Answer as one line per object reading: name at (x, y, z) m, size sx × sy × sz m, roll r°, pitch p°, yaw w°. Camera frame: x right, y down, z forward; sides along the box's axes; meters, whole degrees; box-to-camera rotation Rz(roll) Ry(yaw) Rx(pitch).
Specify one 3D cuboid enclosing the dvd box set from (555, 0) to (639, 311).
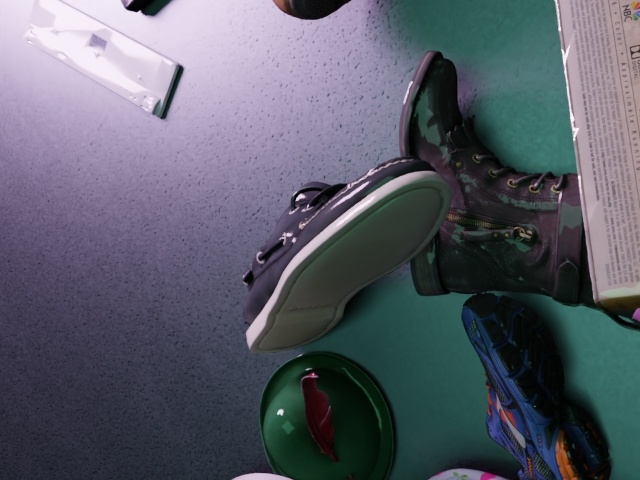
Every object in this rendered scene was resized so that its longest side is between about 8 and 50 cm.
dvd box set at (0.393, -0.125, 0.517) m, size 0.421 × 0.062 × 0.307 m, roll -11°, pitch 72°, yaw 26°

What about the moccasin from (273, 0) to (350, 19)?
moccasin at (0.024, -0.404, 0.710) m, size 0.147 × 0.139 × 0.379 m, roll 24°, pitch 107°, yaw 29°

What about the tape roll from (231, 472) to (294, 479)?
tape roll at (-0.068, 0.396, 0.780) m, size 0.246 × 0.169 × 0.246 m, roll 11°, pitch 115°, yaw 26°

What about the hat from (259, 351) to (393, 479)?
hat at (-0.035, 0.211, 0.766) m, size 0.173 × 0.184 × 0.208 m, roll 1°, pitch 95°, yaw 27°

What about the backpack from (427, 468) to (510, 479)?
backpack at (0.167, 0.344, 0.683) m, size 0.254 × 0.191 × 0.225 m, roll 19°, pitch 108°, yaw 30°

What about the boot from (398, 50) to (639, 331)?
boot at (0.198, -0.050, 0.687) m, size 0.229 × 0.091 × 0.262 m, roll 1°, pitch 105°, yaw 26°

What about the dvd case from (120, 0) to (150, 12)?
dvd case at (-0.221, -0.426, 0.890) m, size 0.179 × 0.030 × 0.238 m, roll -33°, pitch 79°, yaw 25°

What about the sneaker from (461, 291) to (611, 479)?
sneaker at (0.183, 0.151, 0.693) m, size 0.087 × 0.083 × 0.221 m, roll -21°, pitch 100°, yaw 43°

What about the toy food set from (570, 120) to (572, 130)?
toy food set at (0.278, -0.125, 0.672) m, size 0.122 × 0.019 × 0.078 m, roll -39°, pitch 77°, yaw 29°

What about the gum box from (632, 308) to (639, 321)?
gum box at (0.356, 0.017, 0.591) m, size 0.107 × 0.062 × 0.188 m, roll 39°, pitch 103°, yaw 41°

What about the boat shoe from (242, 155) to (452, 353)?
boat shoe at (0.004, 0.000, 0.727) m, size 0.340 × 0.127 × 0.113 m, roll 124°, pitch 135°, yaw -55°

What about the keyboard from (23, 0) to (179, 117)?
keyboard at (-0.286, -0.242, 0.951) m, size 0.256 × 0.014 × 0.072 m, roll 31°, pitch 102°, yaw 21°
